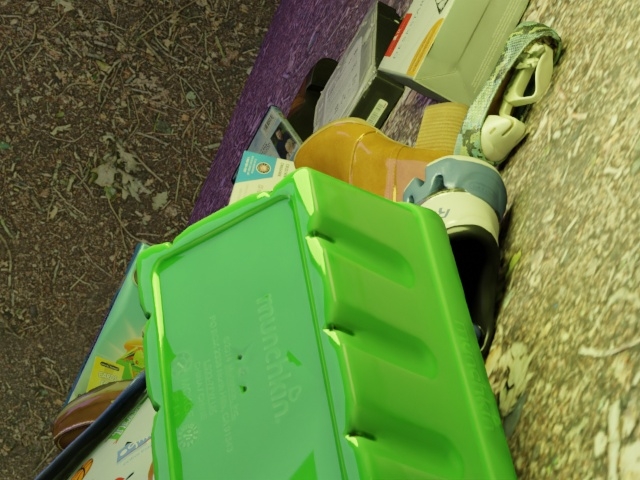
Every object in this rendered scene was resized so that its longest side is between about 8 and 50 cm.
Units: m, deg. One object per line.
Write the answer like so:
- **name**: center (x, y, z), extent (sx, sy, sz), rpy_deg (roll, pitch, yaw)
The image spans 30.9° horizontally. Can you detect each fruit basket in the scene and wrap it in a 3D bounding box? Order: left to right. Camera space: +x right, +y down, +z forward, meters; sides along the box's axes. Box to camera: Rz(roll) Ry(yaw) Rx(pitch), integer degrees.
- **fruit basket**: center (0.021, 0.175, 0.935), extent (0.283, 0.392, 0.392), rpy_deg (-27, 28, 20)

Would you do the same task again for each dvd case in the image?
- **dvd case**: center (-0.079, -0.111, 2.142), extent (0.180, 0.022, 0.253), rpy_deg (-60, 41, 25)

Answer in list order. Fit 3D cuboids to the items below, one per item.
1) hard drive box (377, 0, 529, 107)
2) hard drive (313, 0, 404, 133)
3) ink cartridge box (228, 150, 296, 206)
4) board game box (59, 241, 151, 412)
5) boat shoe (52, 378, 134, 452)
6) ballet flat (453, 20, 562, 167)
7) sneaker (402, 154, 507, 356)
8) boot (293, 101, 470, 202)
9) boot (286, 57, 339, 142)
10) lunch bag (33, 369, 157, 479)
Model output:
- **hard drive box**: center (0.173, -0.276, 1.513), extent (0.181, 0.089, 0.232), rpy_deg (-63, 12, 6)
- **hard drive**: center (0.061, -0.252, 2.003), extent (0.237, 0.064, 0.339), rpy_deg (-57, 13, 30)
- **ink cartridge box**: center (-0.018, -0.023, 1.504), extent (0.148, 0.203, 0.086), rpy_deg (-80, 3, -49)
- **board game box**: center (-0.272, 0.208, 2.028), extent (0.336, 0.253, 0.079), rpy_deg (-67, 13, -8)
- **boat shoe**: center (-0.276, 0.294, 1.867), extent (0.122, 0.324, 0.120), rpy_deg (64, -167, -49)
- **ballet flat**: center (0.198, -0.142, 1.215), extent (0.070, 0.070, 0.188), rpy_deg (-145, 77, -78)
- **sneaker**: center (0.075, 0.077, 1.127), extent (0.315, 0.127, 0.182), rpy_deg (-57, 12, 24)
- **boot**: center (0.054, -0.038, 1.351), extent (0.295, 0.104, 0.211), rpy_deg (-13, 53, 45)
- **boot**: center (-0.054, -0.206, 2.338), extent (0.280, 0.096, 0.264), rpy_deg (132, 152, -65)
- **lunch bag**: center (-0.229, 0.342, 1.412), extent (0.328, 0.239, 0.385), rpy_deg (-47, 22, 5)
